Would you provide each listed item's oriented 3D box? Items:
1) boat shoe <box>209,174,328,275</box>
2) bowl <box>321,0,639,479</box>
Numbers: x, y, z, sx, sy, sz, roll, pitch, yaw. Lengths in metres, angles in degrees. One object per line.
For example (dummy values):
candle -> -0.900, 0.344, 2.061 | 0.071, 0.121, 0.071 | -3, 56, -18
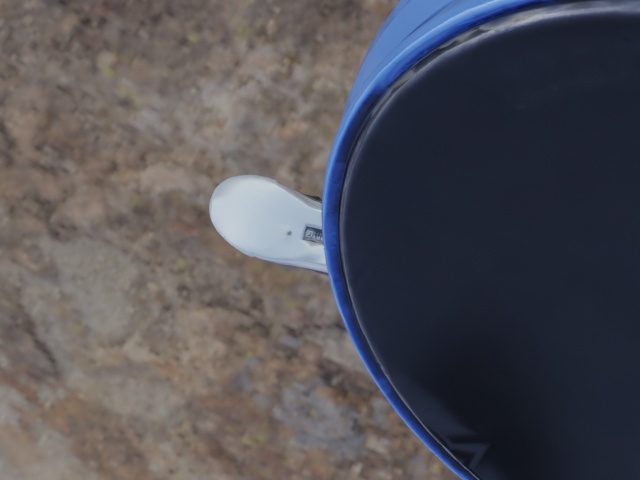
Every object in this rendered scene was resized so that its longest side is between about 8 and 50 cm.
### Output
boat shoe -> 0.000, 0.000, 1.169 | 0.183, 0.065, 0.083 | 19, 177, 26
bowl -> 0.175, 0.024, 0.685 | 0.391, 0.077, 0.391 | 18, 134, 20
